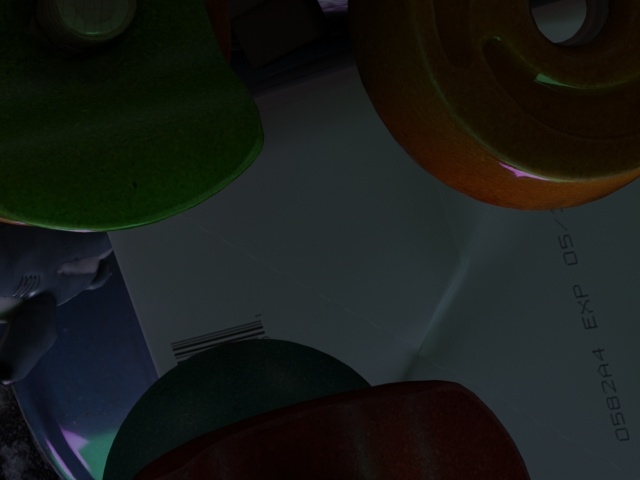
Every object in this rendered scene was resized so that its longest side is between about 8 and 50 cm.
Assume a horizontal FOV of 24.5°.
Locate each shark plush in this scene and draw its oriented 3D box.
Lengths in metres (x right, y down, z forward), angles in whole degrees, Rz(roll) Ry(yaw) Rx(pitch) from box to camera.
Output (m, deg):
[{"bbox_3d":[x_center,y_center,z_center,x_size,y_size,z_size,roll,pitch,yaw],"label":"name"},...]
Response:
[{"bbox_3d":[-0.099,-0.005,0.602,0.161,0.073,0.067,-25,152,-36],"label":"shark plush"}]

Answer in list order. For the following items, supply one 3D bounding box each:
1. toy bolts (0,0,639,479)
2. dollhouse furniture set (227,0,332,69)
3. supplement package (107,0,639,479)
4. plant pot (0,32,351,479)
[{"bbox_3d":[-0.008,-0.002,0.410,0.218,0.229,0.158,-10,-175,-16],"label":"toy bolts"},{"bbox_3d":[-0.203,-0.071,0.534,0.355,0.174,0.303,-26,-175,11],"label":"dollhouse furniture set"},{"bbox_3d":[0.067,0.007,0.618,0.198,0.199,0.262,-15,-171,19],"label":"supplement package"},{"bbox_3d":[0.000,0.000,1.017,0.334,0.341,0.341,-12,180,18],"label":"plant pot"}]
